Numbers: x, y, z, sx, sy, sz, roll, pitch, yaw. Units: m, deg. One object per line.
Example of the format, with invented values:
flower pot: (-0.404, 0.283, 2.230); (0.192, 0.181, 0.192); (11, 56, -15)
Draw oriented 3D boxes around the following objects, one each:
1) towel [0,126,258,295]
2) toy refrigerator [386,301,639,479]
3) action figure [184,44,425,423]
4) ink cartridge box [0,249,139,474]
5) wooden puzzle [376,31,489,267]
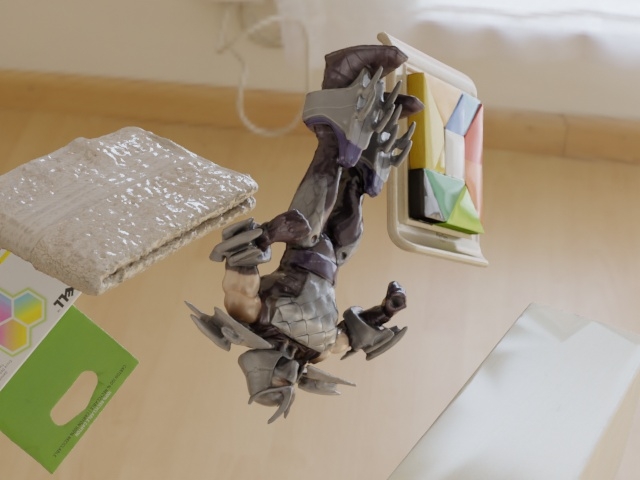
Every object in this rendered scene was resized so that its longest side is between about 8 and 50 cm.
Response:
towel: (-0.209, -0.040, 1.318); (0.187, 0.049, 0.282); (25, 33, 23)
toy refrigerator: (0.110, 0.136, 0.743); (0.094, 0.102, 0.269); (17, 25, 20)
action figure: (0.000, 0.000, 0.957); (0.099, 0.185, 0.285); (5, 68, 33)
ink cartridge box: (-0.342, 0.122, 1.508); (0.255, 0.097, 0.188); (43, 61, -14)
wooden puzzle: (0.133, -0.095, 1.409); (0.044, 0.238, 0.221); (-10, -11, 30)
